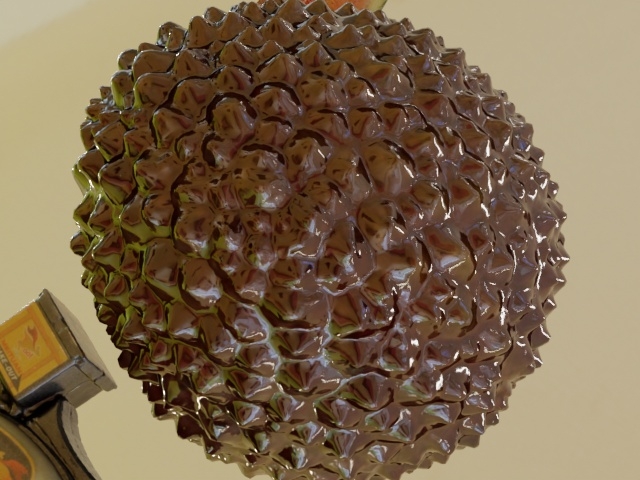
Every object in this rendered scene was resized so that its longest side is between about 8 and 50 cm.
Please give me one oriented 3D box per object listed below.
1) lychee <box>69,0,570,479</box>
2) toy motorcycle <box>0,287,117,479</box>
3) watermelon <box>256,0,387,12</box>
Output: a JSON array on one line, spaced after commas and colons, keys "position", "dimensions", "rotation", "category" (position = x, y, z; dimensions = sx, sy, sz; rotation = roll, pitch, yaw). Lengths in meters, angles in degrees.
[{"position": [0.000, 0.000, 1.008], "dimensions": [0.306, 0.330, 0.306], "rotation": [-8, -109, 24], "category": "lychee"}, {"position": [-0.150, 0.173, 0.981], "dimensions": [0.157, 0.091, 0.263], "rotation": [-36, -116, -2], "category": "toy motorcycle"}, {"position": [0.014, -0.202, 1.402], "dimensions": [0.163, 0.087, 0.069], "rotation": [-42, -112, 9], "category": "watermelon"}]
